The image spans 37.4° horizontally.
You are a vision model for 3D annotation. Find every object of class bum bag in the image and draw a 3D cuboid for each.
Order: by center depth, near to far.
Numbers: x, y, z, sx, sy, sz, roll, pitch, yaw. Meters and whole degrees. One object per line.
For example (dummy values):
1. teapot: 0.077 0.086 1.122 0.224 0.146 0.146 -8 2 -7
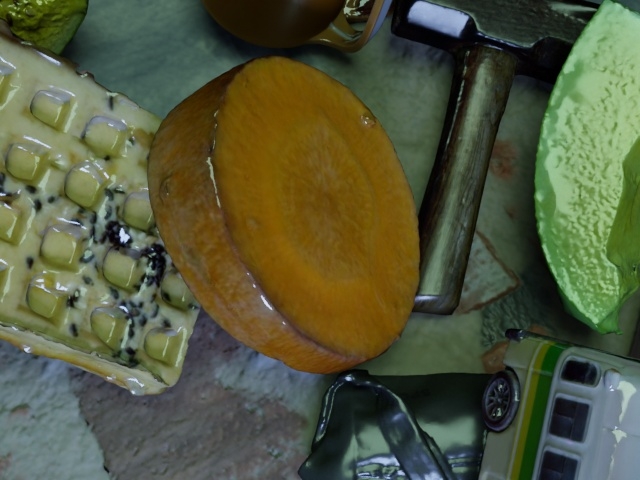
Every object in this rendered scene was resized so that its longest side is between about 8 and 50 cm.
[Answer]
1. bum bag: 0.137 0.181 0.919 0.326 0.080 0.142 -6 75 -9

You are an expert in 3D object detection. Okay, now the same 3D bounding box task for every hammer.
1. hammer: 0.165 -0.109 1.033 0.242 0.095 0.409 17 71 -4

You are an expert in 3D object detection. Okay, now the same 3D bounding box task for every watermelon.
1. watermelon: -0.389 -0.212 0.998 0.301 0.129 0.123 -20 67 -18

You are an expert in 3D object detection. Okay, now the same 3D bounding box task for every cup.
1. cup: -0.010 -0.312 0.985 0.226 0.264 0.182 42 69 -4

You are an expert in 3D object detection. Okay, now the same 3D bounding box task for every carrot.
1. carrot: -0.018 -0.019 0.893 0.258 0.100 0.307 -42 102 -42

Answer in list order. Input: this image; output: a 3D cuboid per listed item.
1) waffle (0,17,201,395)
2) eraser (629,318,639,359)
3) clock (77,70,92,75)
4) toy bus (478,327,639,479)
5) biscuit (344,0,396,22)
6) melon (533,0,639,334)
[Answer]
1. waffle: -0.264 -0.031 0.850 0.376 0.114 0.261 29 67 -30
2. eraser: 0.440 -0.040 0.936 0.122 0.272 0.359 20 68 2
3. clock: -0.334 -0.110 0.938 0.195 0.100 0.194 19 71 -30
4. toy bus: 0.223 0.243 0.806 0.143 0.179 0.306 16 85 -21
5. biscuit: -0.025 -0.320 1.134 0.280 0.043 0.183 13 70 3
6. melon: 0.300 -0.065 0.988 0.196 0.124 0.324 31 77 -39
